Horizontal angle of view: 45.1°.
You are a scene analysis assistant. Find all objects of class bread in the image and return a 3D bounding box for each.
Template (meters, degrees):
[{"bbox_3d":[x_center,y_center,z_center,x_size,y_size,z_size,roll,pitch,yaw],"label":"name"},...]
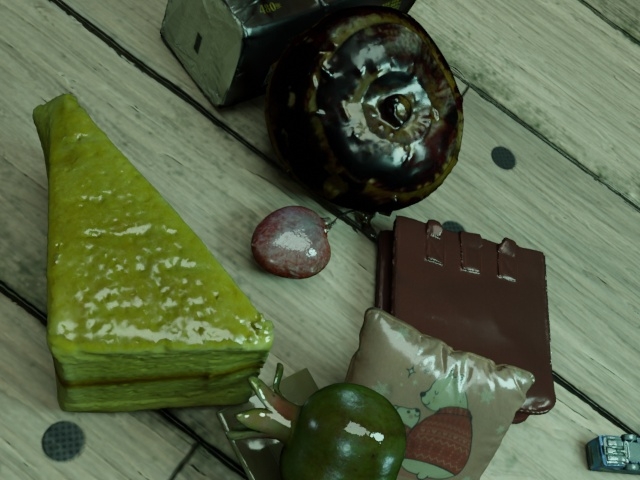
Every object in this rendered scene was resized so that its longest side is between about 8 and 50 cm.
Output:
[{"bbox_3d":[-0.211,0.002,0.918,0.244,0.233,0.362,-2,62,-16],"label":"bread"}]

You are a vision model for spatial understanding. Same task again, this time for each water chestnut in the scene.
[{"bbox_3d":[0.058,-0.182,1.114,0.300,0.300,0.300,8,60,-15],"label":"water chestnut"}]

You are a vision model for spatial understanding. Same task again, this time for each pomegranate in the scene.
[{"bbox_3d":[-0.004,0.219,0.850,0.191,0.152,0.131,20,15,4],"label":"pomegranate"}]

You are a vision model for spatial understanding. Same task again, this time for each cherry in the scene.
[{"bbox_3d":[0.000,0.000,1.090,0.225,0.090,0.107,-7,50,-32],"label":"cherry"}]

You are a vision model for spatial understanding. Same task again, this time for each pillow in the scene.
[{"bbox_3d":[0.122,0.220,0.950,0.236,0.084,0.223,23,101,-7],"label":"pillow"}]

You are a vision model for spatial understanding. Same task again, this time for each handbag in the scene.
[{"bbox_3d":[0.206,0.111,1.102,0.260,0.084,0.276,11,60,-13],"label":"handbag"}]

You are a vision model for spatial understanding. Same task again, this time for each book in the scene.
[{"bbox_3d":[-0.027,0.275,0.969,0.138,0.016,0.199,-22,72,-28],"label":"book"}]

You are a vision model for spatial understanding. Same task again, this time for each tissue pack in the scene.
[{"bbox_3d":[-0.045,-0.366,1.202,0.370,0.210,0.198,-29,81,-31],"label":"tissue pack"}]

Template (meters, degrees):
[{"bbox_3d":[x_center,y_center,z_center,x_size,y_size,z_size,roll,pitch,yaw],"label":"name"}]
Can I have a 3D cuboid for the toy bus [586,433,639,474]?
[{"bbox_3d":[0.458,0.308,1.097,0.153,0.061,0.051,9,62,-13],"label":"toy bus"}]
